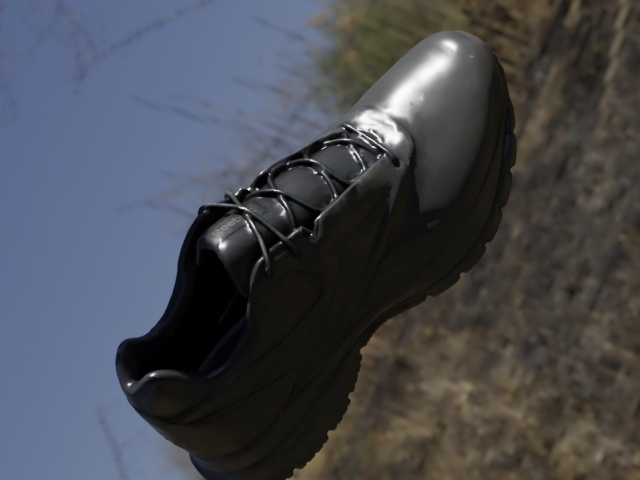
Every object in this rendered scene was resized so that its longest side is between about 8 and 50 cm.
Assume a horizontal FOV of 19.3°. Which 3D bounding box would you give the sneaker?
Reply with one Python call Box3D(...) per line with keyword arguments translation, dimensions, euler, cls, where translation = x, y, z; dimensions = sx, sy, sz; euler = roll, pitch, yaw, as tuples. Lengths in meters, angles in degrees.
Box3D(translation=(0.000, 0.000, 1.021), dimensions=(0.286, 0.109, 0.130), euler=(-56, -43, -5), cls="sneaker")
